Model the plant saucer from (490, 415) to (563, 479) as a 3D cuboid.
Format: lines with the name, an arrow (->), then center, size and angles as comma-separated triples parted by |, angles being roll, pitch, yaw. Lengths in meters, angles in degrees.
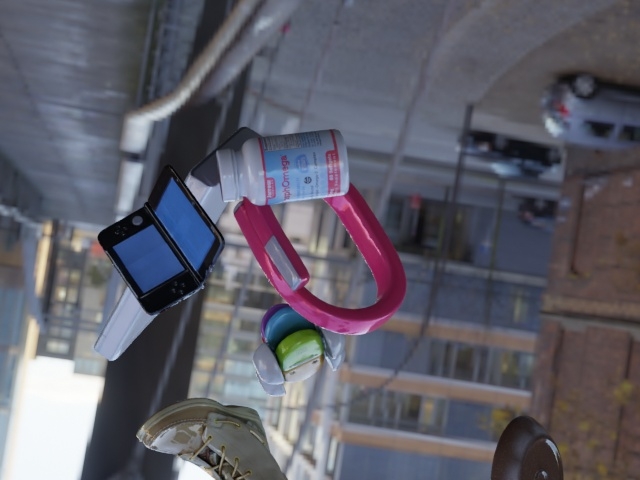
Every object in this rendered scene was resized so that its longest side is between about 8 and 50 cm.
plant saucer -> 0.318, 0.363, 1.900 | 0.036, 0.199, 0.198 | -2, 171, 38

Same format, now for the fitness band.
fitness band -> 0.000, 0.000, 1.730 | 0.209, 0.291, 0.054 | -5, 146, -43

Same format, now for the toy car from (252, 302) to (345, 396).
toy car -> -0.048, 0.175, 2.184 | 0.159, 0.136, 0.182 | -24, 160, -8

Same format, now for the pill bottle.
pill bottle -> -0.048, -0.091, 1.602 | 0.160, 0.087, 0.087 | -8, 179, -6

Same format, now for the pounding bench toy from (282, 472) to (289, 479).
pounding bench toy -> -0.110, 0.492, 2.505 | 0.083, 0.065, 0.052 | -3, -130, -39

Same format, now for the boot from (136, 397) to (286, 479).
boot -> -0.146, 0.349, 1.931 | 0.262, 0.095, 0.203 | 18, -146, -54

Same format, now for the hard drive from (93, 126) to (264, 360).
hard drive -> -0.220, 0.003, 1.966 | 0.047, 0.353, 0.233 | 34, -152, 2

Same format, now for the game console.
game console -> -0.204, 0.000, 1.600 | 0.124, 0.144, 0.085 | -31, 155, -15
